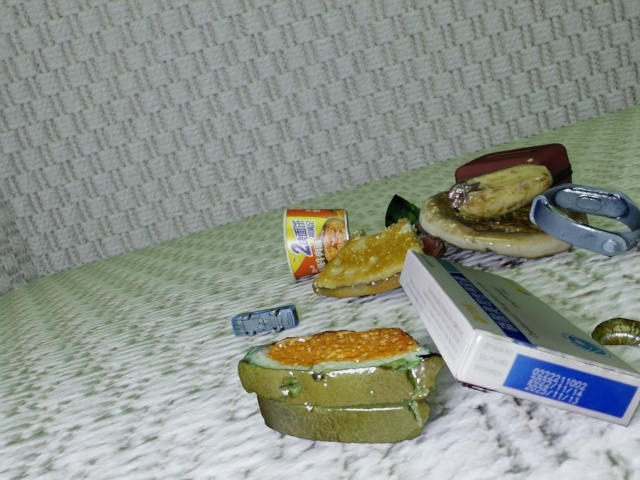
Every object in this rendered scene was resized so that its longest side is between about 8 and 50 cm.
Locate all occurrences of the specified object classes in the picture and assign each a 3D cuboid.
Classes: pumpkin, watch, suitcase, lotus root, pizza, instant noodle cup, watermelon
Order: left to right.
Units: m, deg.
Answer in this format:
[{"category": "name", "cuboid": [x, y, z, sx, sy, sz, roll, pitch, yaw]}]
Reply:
[{"category": "instant noodle cup", "cuboid": [0.000, 0.000, 1.355, 0.174, 0.213, 0.213, -7, 13, 5]}, {"category": "pizza", "cuboid": [0.134, 0.051, 1.129, 0.324, 0.089, 0.223, -15, 32, 36]}, {"category": "watermelon", "cuboid": [0.293, -0.085, 1.628, 0.129, 0.123, 0.301, 14, 8, -10]}, {"category": "lotus root", "cuboid": [0.400, -0.106, 1.067, 0.259, 0.097, 0.110, -15, 44, -10]}, {"category": "suitcase", "cuboid": [0.589, -0.189, 1.483, 0.236, 0.161, 0.297, -27, 17, -35]}, {"category": "watch", "cuboid": [0.542, -0.050, 0.984, 0.207, 0.068, 0.193, 17, 38, 24]}, {"category": "pumpkin", "cuboid": [0.417, 0.122, 0.658, 0.083, 0.028, 0.050, 0, 18, 40]}]

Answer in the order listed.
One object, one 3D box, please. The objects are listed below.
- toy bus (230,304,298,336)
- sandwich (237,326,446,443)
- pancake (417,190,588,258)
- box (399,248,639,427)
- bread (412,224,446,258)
[{"category": "toy bus", "cuboid": [-0.122, 0.175, 1.061, 0.153, 0.051, 0.061, -13, 7, 18]}, {"category": "sandwich", "cuboid": [0.028, 0.194, 0.677, 0.292, 0.109, 0.212, -9, 5, 10]}, {"category": "pancake", "cuboid": [0.426, -0.060, 1.164, 0.383, 0.071, 0.382, -4, 24, 2]}, {"category": "box", "cuboid": [0.235, 0.106, 0.654, 0.200, 0.065, 0.343, 17, 12, -5]}, {"category": "bread", "cuboid": [0.246, 0.010, 1.251, 0.161, 0.073, 0.160, -14, 13, 3]}]
